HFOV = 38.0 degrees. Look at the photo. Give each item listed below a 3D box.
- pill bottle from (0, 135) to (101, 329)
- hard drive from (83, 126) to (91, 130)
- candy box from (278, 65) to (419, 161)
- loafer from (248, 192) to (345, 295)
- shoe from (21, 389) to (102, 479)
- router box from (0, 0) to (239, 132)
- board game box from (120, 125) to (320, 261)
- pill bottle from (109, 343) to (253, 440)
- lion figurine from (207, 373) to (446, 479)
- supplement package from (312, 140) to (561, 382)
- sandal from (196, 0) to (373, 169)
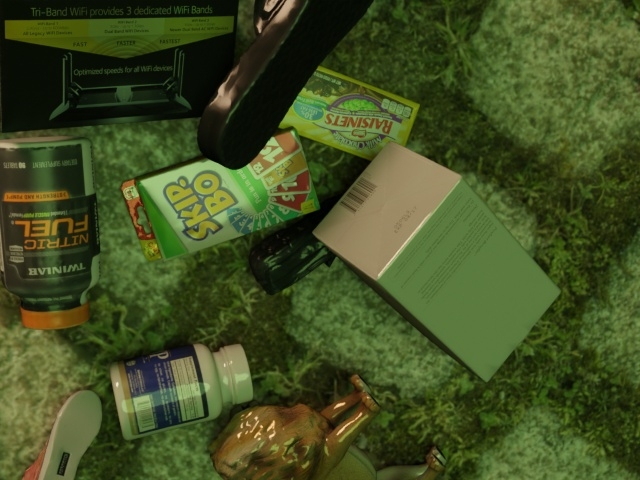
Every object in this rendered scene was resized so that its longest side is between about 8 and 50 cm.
[{"bbox_3d":[-0.355,-0.010,1.216,0.130,0.130,0.246,-5,101,-15],"label":"pill bottle"},{"bbox_3d":[-0.402,-0.299,1.201,0.307,0.040,0.203,24,92,-18],"label":"hard drive"},{"bbox_3d":[0.036,-0.184,1.352,0.205,0.027,0.105,17,98,-17],"label":"candy box"},{"bbox_3d":[0.000,0.000,1.354,0.223,0.076,0.078,-32,125,-13],"label":"loafer"},{"bbox_3d":[-0.368,0.296,1.301,0.063,0.081,0.178,31,60,-30],"label":"shoe"},{"bbox_3d":[-0.255,-0.269,1.148,0.308,0.081,0.243,-9,122,-32],"label":"router box"},{"bbox_3d":[-0.140,-0.062,1.310,0.259,0.039,0.124,-18,107,-5],"label":"board game box"},{"bbox_3d":[-0.195,0.206,1.308,0.186,0.112,0.112,-11,102,-14],"label":"pill bottle"},{"bbox_3d":[0.036,0.350,1.388,0.240,0.142,0.392,-44,112,3],"label":"lion figurine"},{"bbox_3d":[0.167,0.032,1.310,0.177,0.175,0.293,-50,127,-4],"label":"supplement package"},{"bbox_3d":[-0.042,-0.302,1.240,0.107,0.167,0.446,30,75,21],"label":"sandal"}]
